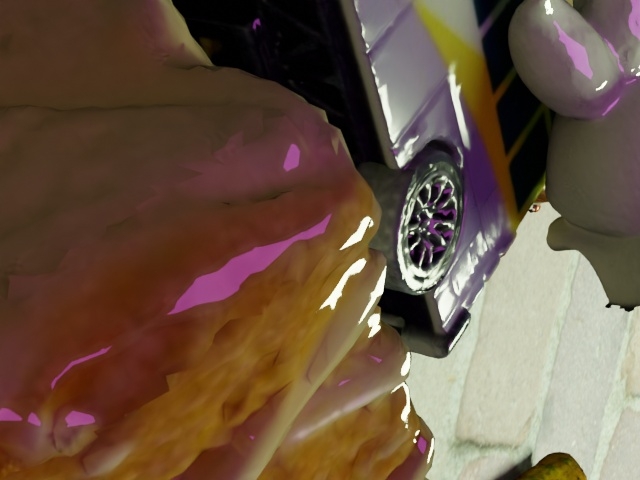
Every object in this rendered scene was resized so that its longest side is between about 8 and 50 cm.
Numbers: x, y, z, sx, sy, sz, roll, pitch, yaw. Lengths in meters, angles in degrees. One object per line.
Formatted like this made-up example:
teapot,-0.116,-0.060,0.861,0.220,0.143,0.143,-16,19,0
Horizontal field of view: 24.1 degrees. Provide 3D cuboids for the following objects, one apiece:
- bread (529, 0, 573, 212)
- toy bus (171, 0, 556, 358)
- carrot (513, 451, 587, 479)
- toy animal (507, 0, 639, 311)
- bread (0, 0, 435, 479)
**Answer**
bread,0.161,-0.128,1.134,0.212,0.142,0.224,54,55,-29
toy bus,-0.010,-0.174,0.803,0.249,0.209,0.440,-53,141,-33
carrot,0.168,0.260,1.357,0.260,0.070,0.070,-22,120,-52
toy animal,0.165,-0.074,0.872,0.103,0.131,0.221,-29,104,-13
bread,-0.168,0.096,0.499,0.390,0.279,0.371,-35,142,-13
